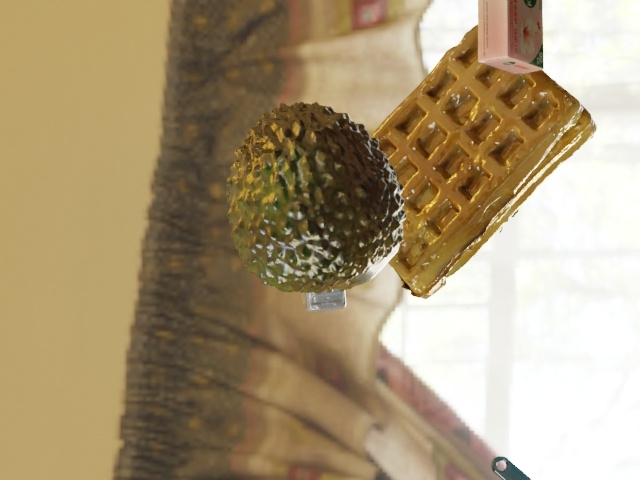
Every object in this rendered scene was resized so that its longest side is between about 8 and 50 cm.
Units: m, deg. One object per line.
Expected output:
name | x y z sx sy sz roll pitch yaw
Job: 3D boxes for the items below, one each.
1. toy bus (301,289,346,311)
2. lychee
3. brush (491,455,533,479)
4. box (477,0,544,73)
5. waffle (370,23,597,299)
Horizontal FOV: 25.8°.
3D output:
toy bus | 0.000 0.000 1.773 0.075 0.064 0.190 -118 22 -68
lychee | -0.009 -0.035 1.191 0.171 0.171 0.171 11 -102 -63
brush | 0.232 0.268 1.370 0.051 0.164 0.014 -50 0 -10
box | 0.229 -0.270 1.685 0.089 0.043 0.125 5 -97 -51
waffle | 0.175 -0.104 1.806 0.224 0.327 0.098 51 -169 36
